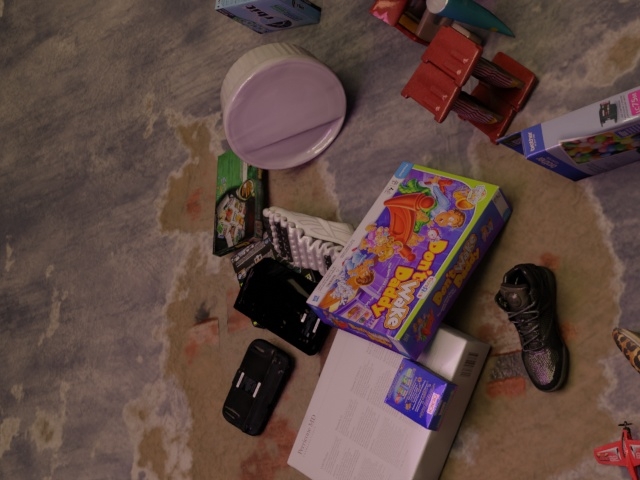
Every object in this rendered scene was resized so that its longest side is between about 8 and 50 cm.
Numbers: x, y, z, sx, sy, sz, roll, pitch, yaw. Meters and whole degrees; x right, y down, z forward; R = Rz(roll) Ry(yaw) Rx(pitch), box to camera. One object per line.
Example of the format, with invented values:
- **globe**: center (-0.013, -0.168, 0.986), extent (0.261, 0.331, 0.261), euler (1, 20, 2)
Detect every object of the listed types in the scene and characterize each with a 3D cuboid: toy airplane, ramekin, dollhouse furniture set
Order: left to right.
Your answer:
- **ramekin**: center (-0.089, -0.293, 2.222), extent (0.273, 0.273, 0.127), euler (-49, 40, 19)
- **dollhouse furniture set**: center (0.211, -0.354, 2.018), extent (0.374, 0.201, 0.152), euler (45, 112, 40)
- **toy airplane**: center (0.498, 0.363, 1.669), extent (0.151, 0.028, 0.151), euler (-176, 90, -65)

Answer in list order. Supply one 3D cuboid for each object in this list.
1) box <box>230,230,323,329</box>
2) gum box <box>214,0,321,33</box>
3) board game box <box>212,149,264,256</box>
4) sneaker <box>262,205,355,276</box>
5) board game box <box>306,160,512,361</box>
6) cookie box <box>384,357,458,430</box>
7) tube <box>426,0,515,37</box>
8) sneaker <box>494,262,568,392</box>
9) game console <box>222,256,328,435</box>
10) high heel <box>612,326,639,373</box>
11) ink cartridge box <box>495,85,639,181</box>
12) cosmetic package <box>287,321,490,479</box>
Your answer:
- **box**: center (-0.094, 0.066, 2.260), extent (0.190, 0.045, 0.184), euler (-38, 59, 25)
- **gum box**: center (-0.119, -0.524, 2.372), extent (0.184, 0.157, 0.041), euler (0, 78, 40)
- **board game box**: center (-0.183, -0.100, 2.363), extent (0.136, 0.030, 0.260), euler (-23, 55, 38)
- **sneaker**: center (0.000, 0.000, 2.150), extent (0.292, 0.110, 0.118), euler (30, 53, 34)
- **board game box**: center (0.165, 0.029, 1.943), extent (0.233, 0.078, 0.347), euler (19, 67, 42)
- **cookie box**: center (0.176, 0.271, 1.844), extent (0.107, 0.040, 0.092), euler (28, 97, 41)
- **tube**: center (0.285, -0.430, 1.973), extent (0.052, 0.207, 0.080), euler (-50, 52, 29)
- **sneaker**: center (0.358, 0.146, 1.801), extent (0.087, 0.130, 0.228), euler (-15, 71, 38)
- **game console**: center (-0.117, 0.231, 2.198), extent (0.213, 0.044, 0.361), euler (30, 103, 29)
- **high heel**: center (0.523, 0.270, 1.660), extent (0.261, 0.093, 0.186), euler (44, 117, 43)
- **ink cartridge box**: center (0.474, -0.172, 1.754), extent (0.311, 0.185, 0.065), euler (-17, 69, 37)
- **cosmetic package**: center (0.121, 0.312, 1.969), extent (0.284, 0.097, 0.377), euler (25, 96, 39)
